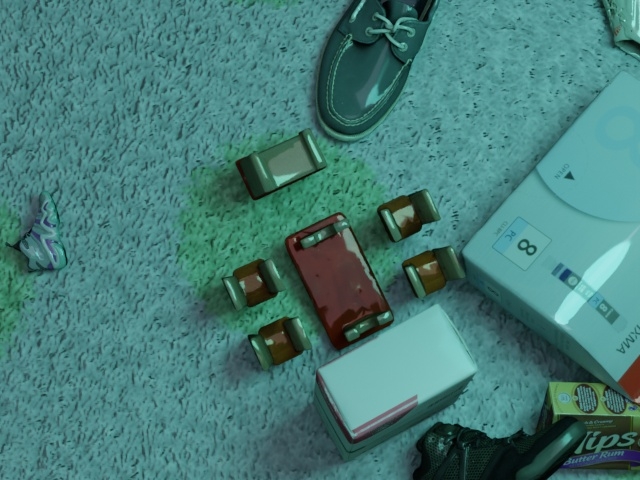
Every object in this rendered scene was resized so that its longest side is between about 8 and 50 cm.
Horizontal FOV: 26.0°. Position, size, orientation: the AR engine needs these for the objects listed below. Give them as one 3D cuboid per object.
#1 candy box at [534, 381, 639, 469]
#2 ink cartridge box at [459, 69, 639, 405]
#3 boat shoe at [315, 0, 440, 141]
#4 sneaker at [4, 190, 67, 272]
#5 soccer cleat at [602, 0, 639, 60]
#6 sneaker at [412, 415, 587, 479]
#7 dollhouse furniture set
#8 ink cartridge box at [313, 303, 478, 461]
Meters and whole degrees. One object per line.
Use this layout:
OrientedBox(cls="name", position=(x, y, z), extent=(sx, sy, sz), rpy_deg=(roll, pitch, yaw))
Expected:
OrientedBox(cls="candy box", position=(0.351, 0.217, 1.619), extent=(0.187, 0.109, 0.053), rpy_deg=(1, 46, -4))
OrientedBox(cls="ink cartridge box", position=(0.403, 0.025, 1.593), extent=(0.385, 0.091, 0.308), rpy_deg=(37, 76, 23))
OrientedBox(cls="boat shoe", position=(0.082, -0.276, 1.721), extent=(0.116, 0.099, 0.319), rpy_deg=(26, 78, 3))
OrientedBox(cls="sneaker", position=(-0.347, -0.009, 1.672), extent=(0.069, 0.038, 0.098), rpy_deg=(-12, 78, -6))
OrientedBox(cls="soccer cleat", position=(0.389, -0.290, 1.759), extent=(0.076, 0.068, 0.196), rpy_deg=(-38, 85, -7))
OrientedBox(cls="sneaker", position=(0.191, 0.242, 1.582), extent=(0.227, 0.087, 0.130), rpy_deg=(-42, 72, 31))
OrientedBox(cls="dollhouse furniture set", position=(0.000, 0.000, 1.663), extent=(0.262, 0.135, 0.259), rpy_deg=(-25, 91, -8))
OrientedBox(cls="ink cartridge box", position=(0.079, 0.165, 1.564), extent=(0.159, 0.218, 0.092), rpy_deg=(-28, 75, -8))
